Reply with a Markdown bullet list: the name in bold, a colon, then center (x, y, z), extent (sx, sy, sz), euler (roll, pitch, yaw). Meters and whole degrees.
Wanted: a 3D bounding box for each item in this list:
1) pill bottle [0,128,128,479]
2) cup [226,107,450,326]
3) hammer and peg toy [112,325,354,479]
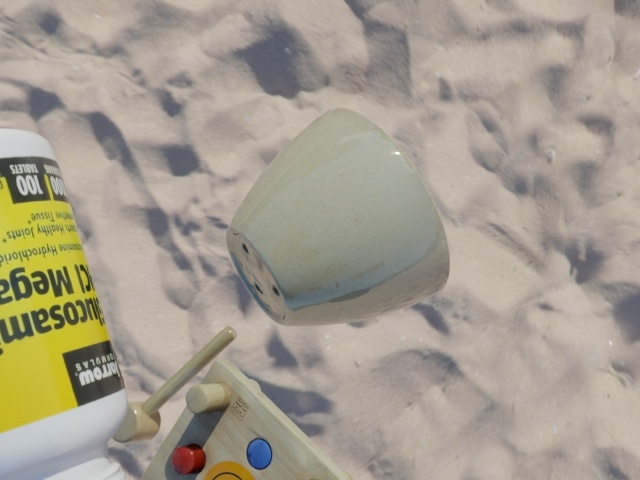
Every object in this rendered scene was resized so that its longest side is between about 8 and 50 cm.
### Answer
- **pill bottle**: center (-0.272, 0.090, 0.745), extent (0.188, 0.188, 0.333), euler (-18, 88, 15)
- **cup**: center (0.000, 0.000, 1.353), extent (0.237, 0.331, 0.331), euler (-32, 81, -20)
- **hammer and peg toy**: center (-0.143, 0.289, 1.157), extent (0.361, 0.127, 0.266), euler (41, 106, 27)
